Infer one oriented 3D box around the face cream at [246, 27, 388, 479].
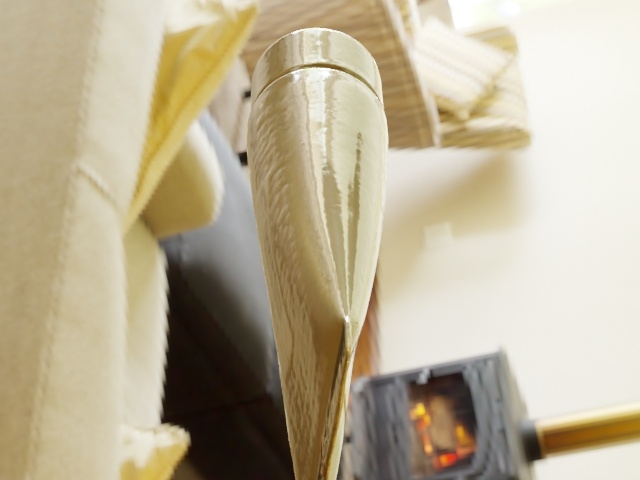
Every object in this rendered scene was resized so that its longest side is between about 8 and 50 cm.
[{"bbox_3d":[0.000,0.000,0.734,0.341,0.084,0.137,-92,-171,-54],"label":"face cream"}]
